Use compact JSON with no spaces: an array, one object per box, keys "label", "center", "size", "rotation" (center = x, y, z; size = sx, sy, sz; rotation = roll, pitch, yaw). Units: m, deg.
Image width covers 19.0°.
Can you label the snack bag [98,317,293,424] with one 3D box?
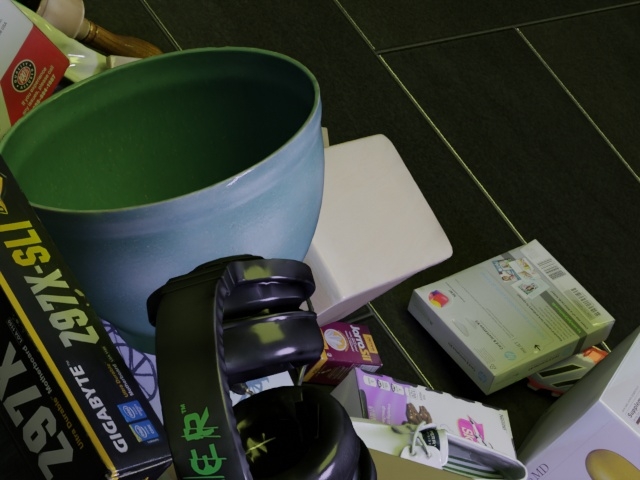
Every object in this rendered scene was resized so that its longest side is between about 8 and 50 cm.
[{"label":"snack bag","center":[-0.160,0.140,1.778],"size":[0.342,0.037,0.323],"rotation":[-2,61,-43]}]

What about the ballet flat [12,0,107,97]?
[{"label":"ballet flat","center":[-0.291,-0.148,1.917],"size":[0.400,0.139,0.139],"rotation":[25,39,-27]}]

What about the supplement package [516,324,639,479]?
[{"label":"supplement package","center":[0.359,0.264,2.024],"size":[0.262,0.199,0.198],"rotation":[43,36,2]}]

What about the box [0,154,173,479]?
[{"label":"box","center":[-0.275,0.118,1.535],"size":[0.079,0.257,0.322],"rotation":[-10,61,-48]}]

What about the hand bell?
[{"label":"hand bell","center":[-0.246,-0.224,2.070],"size":[0.242,0.126,0.126],"rotation":[21,39,-44]}]

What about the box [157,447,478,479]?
[{"label":"box","center":[0.003,0.252,1.581],"size":[0.311,0.121,0.148],"rotation":[13,33,24]}]

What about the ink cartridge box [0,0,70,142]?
[{"label":"ink cartridge box","center":[-0.380,-0.166,1.690],"size":[0.273,0.114,0.197],"rotation":[48,65,-45]}]

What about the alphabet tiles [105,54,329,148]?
[{"label":"alphabet tiles","center":[-0.110,-0.044,1.967],"size":[0.342,0.011,0.285],"rotation":[2,76,-42]}]

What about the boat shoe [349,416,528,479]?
[{"label":"boat shoe","center":[0.095,0.203,1.827],"size":[0.226,0.076,0.083],"rotation":[17,43,-29]}]

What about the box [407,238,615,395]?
[{"label":"box","center":[0.215,0.084,2.146],"size":[0.186,0.038,0.145],"rotation":[-21,54,-33]}]

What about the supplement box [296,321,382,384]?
[{"label":"supplement box","center":[0.014,0.117,1.988],"size":[0.083,0.043,0.055],"rotation":[9,46,-39]}]

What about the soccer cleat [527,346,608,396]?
[{"label":"soccer cleat","center":[0.316,0.152,2.191],"size":[0.248,0.095,0.083],"rotation":[36,36,-9]}]

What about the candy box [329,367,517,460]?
[{"label":"candy box","center":[0.108,0.232,1.932],"size":[0.196,0.070,0.165],"rotation":[18,43,-29]}]

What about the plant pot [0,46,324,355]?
[{"label":"plant pot","center":[-0.124,-0.020,1.713],"size":[0.293,0.293,0.196],"rotation":[-63,145,-54]}]

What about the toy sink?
[{"label":"toy sink","center":[0.000,0.000,1.925],"size":[0.234,0.131,0.153],"rotation":[-21,79,-57]}]

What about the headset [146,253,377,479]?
[{"label":"headset","center":[-0.069,0.129,1.471],"size":[0.394,0.185,0.243],"rotation":[-57,131,-73]}]
